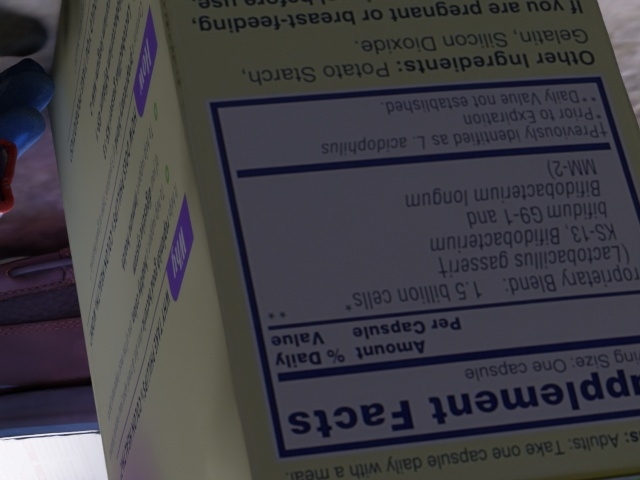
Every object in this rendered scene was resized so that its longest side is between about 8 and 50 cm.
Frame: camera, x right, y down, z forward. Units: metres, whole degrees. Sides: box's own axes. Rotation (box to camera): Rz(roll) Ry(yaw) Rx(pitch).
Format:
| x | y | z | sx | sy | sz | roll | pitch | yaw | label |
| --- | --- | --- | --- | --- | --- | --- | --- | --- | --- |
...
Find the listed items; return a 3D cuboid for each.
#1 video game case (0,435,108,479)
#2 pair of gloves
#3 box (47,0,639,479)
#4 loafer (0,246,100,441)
| x | y | z | sx | sy | sz | roll | pitch | yaw | label |
| --- | --- | --- | --- | --- | --- | --- | --- | --- | --- |
| -0.209 | 0.093 | 0.901 | 0.285 | 0.025 | 0.204 | -10 | 154 | -4 | video game case |
| -0.128 | 0.027 | 0.616 | 0.023 | 0.198 | 0.159 | 25 | 106 | -16 | pair of gloves |
| 0.000 | 0.000 | 0.563 | 0.117 | 0.243 | 0.213 | -4 | 152 | -15 | box |
| -0.189 | 0.040 | 0.768 | 0.268 | 0.084 | 0.096 | -1 | 178 | -13 | loafer |
